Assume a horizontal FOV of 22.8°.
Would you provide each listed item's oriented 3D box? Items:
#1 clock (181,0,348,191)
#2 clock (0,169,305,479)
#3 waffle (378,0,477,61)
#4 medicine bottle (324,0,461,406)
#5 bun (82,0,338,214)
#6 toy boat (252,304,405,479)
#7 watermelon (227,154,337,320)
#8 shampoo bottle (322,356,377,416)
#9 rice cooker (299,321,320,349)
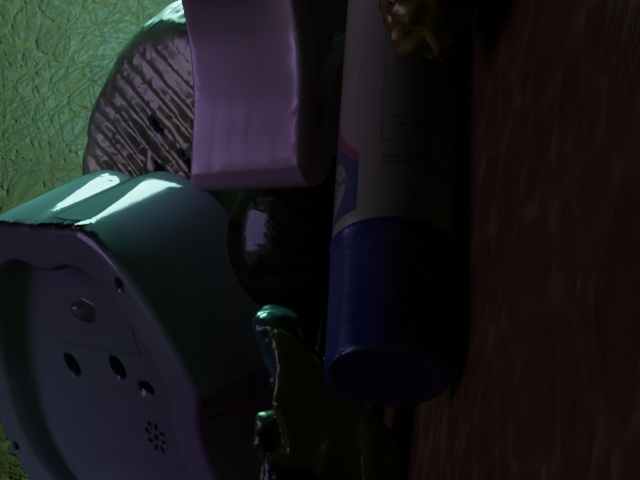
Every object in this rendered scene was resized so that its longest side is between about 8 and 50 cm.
[{"bbox_3d":[-0.035,-0.171,0.899,0.275,0.080,0.290,23,-114,-57],"label":"clock"},{"bbox_3d":[-0.137,0.113,1.216,0.338,0.102,0.339,29,132,38],"label":"clock"},{"bbox_3d":[0.059,-0.172,0.706,0.149,0.051,0.194,106,174,-67],"label":"waffle"},{"bbox_3d":[0.036,-0.036,0.745,0.059,0.059,0.231,102,174,-56],"label":"medicine bottle"},{"bbox_3d":[-0.073,-0.056,1.276,0.272,0.168,0.273,8,101,45],"label":"bun"},{"bbox_3d":[-0.003,0.176,0.853,0.111,0.084,0.276,-155,69,-83],"label":"toy boat"},{"bbox_3d":[0.000,0.000,0.957,0.133,0.105,0.105,22,107,62],"label":"watermelon"},{"bbox_3d":[0.011,0.125,0.970,0.072,0.043,0.099,-121,37,-85],"label":"shampoo bottle"},{"bbox_3d":[-0.112,0.078,1.466,0.280,0.241,0.227,39,-128,-47],"label":"rice cooker"}]
